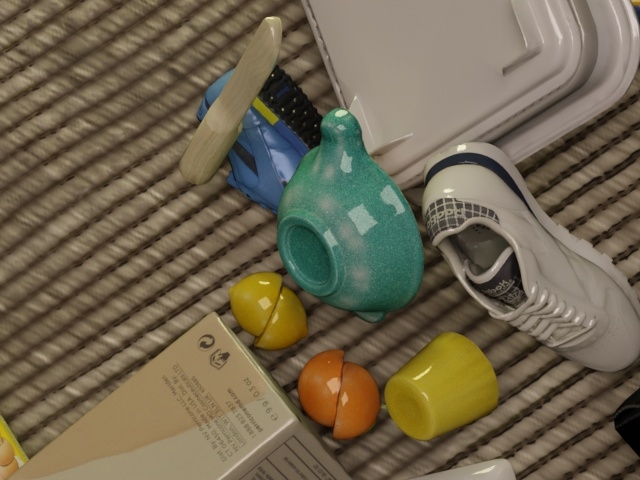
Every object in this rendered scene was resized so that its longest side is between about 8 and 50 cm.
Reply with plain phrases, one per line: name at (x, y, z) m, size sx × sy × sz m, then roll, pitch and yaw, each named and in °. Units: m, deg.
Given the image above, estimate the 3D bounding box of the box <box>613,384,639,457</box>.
box at (0.528, 0.130, 1.282) m, size 0.472 × 0.297 × 0.480 m, roll -42°, pitch 81°, yaw -2°

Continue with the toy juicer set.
toy juicer set at (0.000, 0.000, 1.474) m, size 0.089 × 0.209 × 0.329 m, roll -29°, pitch 96°, yaw -35°

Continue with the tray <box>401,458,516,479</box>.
tray at (0.030, 0.265, 1.503) m, size 0.270 × 0.030 × 0.145 m, roll -13°, pitch 81°, yaw 3°

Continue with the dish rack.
dish rack at (0.073, -0.210, 1.462) m, size 0.072 × 0.285 × 0.333 m, roll -10°, pitch 76°, yaw -40°

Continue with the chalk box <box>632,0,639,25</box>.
chalk box at (0.250, -0.223, 1.508) m, size 0.213 × 0.132 × 0.132 m, roll -1°, pitch 81°, yaw 6°

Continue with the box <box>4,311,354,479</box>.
box at (-0.145, 0.213, 1.454) m, size 0.311 × 0.148 × 0.121 m, roll -38°, pitch 58°, yaw -3°

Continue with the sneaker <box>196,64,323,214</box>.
sneaker at (-0.016, -0.044, 1.545) m, size 0.082 × 0.069 × 0.209 m, roll -40°, pitch 88°, yaw 31°

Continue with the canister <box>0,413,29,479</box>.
canister at (-0.307, 0.153, 1.528) m, size 0.126 × 0.073 × 0.170 m, roll -33°, pitch 81°, yaw 0°

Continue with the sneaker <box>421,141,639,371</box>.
sneaker at (0.155, 0.034, 1.450) m, size 0.090 × 0.095 × 0.235 m, roll -36°, pitch 118°, yaw 27°
